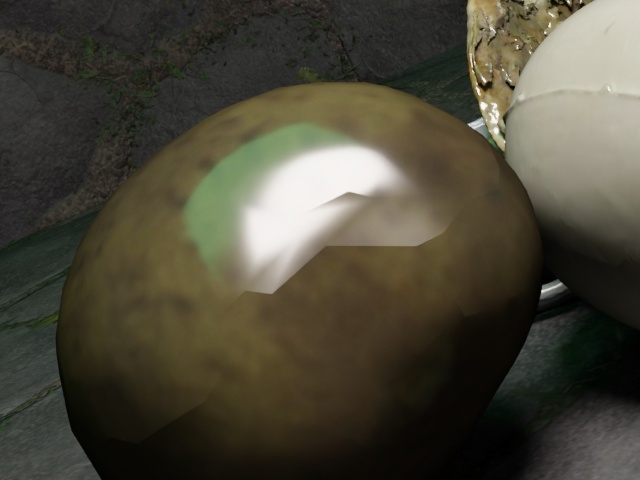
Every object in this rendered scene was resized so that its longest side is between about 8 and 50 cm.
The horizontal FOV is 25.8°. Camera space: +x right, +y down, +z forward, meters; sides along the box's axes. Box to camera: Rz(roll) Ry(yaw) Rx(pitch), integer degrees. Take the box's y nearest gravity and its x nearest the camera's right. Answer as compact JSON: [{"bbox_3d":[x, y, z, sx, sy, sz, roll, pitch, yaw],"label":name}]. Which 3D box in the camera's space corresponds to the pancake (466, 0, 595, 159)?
[{"bbox_3d":[0.308,-0.145,1.436,0.382,0.382,0.071,-33,-13,-40],"label":"pancake"}]

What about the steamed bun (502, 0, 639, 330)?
[{"bbox_3d":[0.330,-0.064,1.128,0.334,0.334,0.374,-30,29,-33],"label":"steamed bun"}]

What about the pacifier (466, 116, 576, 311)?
[{"bbox_3d":[0.209,-0.025,1.524,0.299,0.244,0.233,-23,-17,2],"label":"pacifier"}]

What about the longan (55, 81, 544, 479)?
[{"bbox_3d":[-0.018,0.060,1.111,0.404,0.336,0.404,-27,31,18],"label":"longan"}]
